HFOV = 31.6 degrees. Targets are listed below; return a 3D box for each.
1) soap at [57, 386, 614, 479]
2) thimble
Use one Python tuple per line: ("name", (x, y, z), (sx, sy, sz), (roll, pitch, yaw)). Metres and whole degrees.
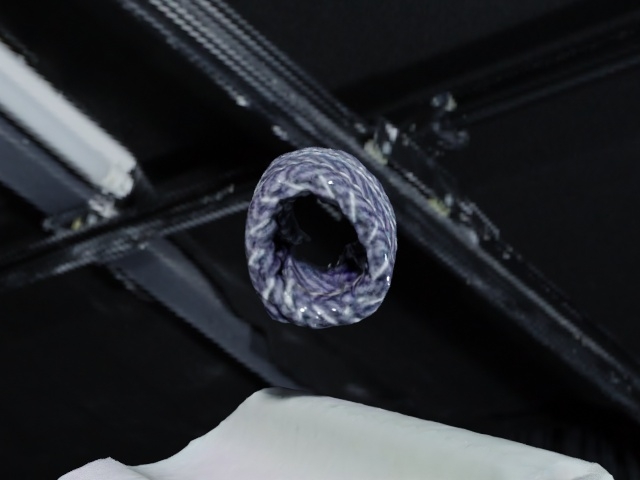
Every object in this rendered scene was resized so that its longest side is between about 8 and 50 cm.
("soap", (0.018, 0.285, 0.692), (0.213, 0.350, 0.435), (-21, 5, -24))
("thimble", (0.001, -0.002, 0.705), (0.095, 0.066, 0.104), (8, -68, 0))
